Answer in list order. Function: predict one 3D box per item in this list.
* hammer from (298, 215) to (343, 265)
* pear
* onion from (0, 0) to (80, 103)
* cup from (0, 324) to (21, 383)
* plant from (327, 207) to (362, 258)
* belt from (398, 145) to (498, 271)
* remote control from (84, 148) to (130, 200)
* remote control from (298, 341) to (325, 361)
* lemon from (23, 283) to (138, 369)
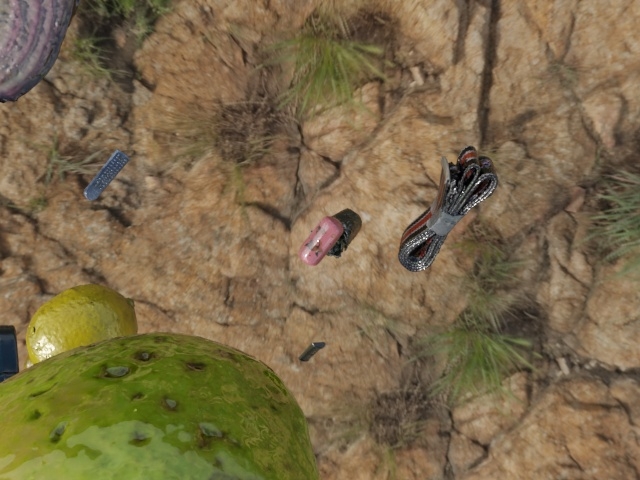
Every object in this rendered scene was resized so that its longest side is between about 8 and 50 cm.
[{"bbox_3d":[0.000,0.000,0.978,0.043,0.043,0.083,35,110,-6],"label":"hammer"},{"bbox_3d":[-0.178,0.266,0.548,0.391,0.391,0.391,0,98,-1],"label":"pear"},{"bbox_3d":[-0.408,-0.301,0.722,0.250,0.111,0.247,22,97,-33],"label":"onion"},{"bbox_3d":[-0.573,0.338,1.196,0.242,0.292,0.308,28,64,-20],"label":"cup"},{"bbox_3d":[0.044,-0.018,1.631,0.094,0.092,0.143,40,52,16],"label":"plant"},{"bbox_3d":[0.295,-0.065,1.557,0.126,0.094,0.359,16,132,-14],"label":"belt"},{"bbox_3d":[-0.565,-0.171,1.696,0.152,0.027,0.043,-49,131,-1],"label":"remote control"},{"bbox_3d":[-0.020,0.243,1.398,0.034,0.091,0.016,-1,60,-26],"label":"remote control"},{"bbox_3d":[-0.635,0.249,1.711,0.320,0.245,0.245,-31,98,-15],"label":"lemon"}]
